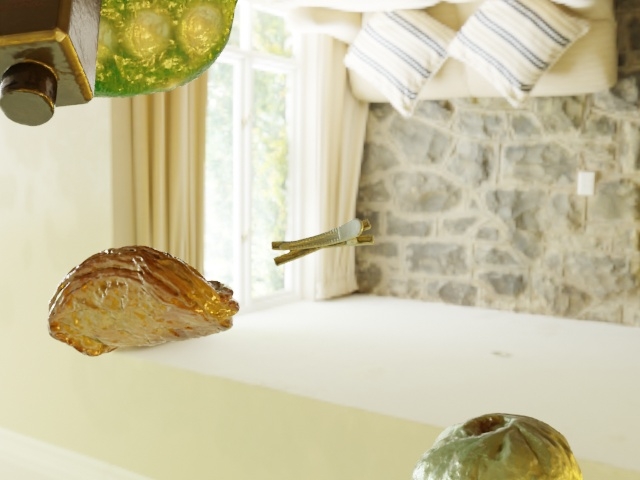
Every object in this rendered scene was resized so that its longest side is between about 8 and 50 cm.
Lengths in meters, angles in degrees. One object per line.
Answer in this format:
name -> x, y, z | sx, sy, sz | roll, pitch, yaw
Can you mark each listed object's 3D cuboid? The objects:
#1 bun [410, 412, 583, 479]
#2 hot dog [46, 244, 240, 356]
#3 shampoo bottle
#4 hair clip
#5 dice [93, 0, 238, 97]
bun -> 0.196, 0.266, 0.844 | 0.195, 0.118, 0.195 | -19, -175, 2
hot dog -> -0.233, 0.078, 0.987 | 0.259, 0.114, 0.175 | -13, 146, 20
shampoo bottle -> -0.234, -0.198, 0.616 | 0.080, 0.246, 0.079 | -8, 145, 0
hair clip -> 0.000, -0.001, 0.809 | 0.115, 0.030, 0.039 | -16, 154, 7
dice -> -0.303, -0.383, 1.022 | 0.297, 0.287, 0.300 | -19, -140, -37
